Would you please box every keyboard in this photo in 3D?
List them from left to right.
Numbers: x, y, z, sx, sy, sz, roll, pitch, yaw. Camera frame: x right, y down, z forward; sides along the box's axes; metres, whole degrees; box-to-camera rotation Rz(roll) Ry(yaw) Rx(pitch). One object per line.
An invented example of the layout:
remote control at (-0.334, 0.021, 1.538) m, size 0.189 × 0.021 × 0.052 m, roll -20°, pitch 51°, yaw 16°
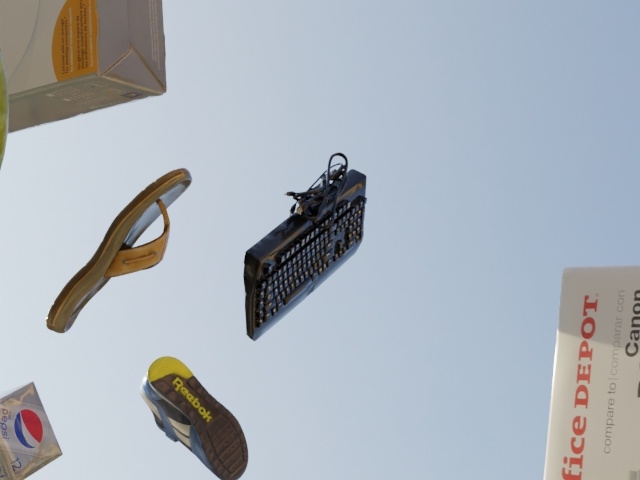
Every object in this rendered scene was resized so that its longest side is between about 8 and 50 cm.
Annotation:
keyboard at (0.000, 0.000, 1.125) m, size 0.038 × 0.192 × 0.100 m, roll 9°, pitch -63°, yaw 24°

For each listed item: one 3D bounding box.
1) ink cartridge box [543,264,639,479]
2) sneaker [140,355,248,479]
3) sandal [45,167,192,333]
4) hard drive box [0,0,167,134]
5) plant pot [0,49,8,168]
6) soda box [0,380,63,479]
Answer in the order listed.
ink cartridge box at (0.284, 0.121, 0.913) m, size 0.117 × 0.207 × 0.283 m, roll 15°, pitch -12°, yaw -41°
sneaker at (-0.127, 0.181, 1.451) m, size 0.144 × 0.053 × 0.059 m, roll 53°, pitch -38°, yaw 1°
sandal at (-0.162, 0.014, 1.228) m, size 0.049 × 0.072 × 0.180 m, roll 39°, pitch -88°, yaw 4°
hard drive box at (-0.257, -0.203, 1.314) m, size 0.232 × 0.181 × 0.089 m, roll -10°, pitch -12°, yaw 34°
plant pot at (-0.325, -0.075, 0.808) m, size 0.254 × 0.276 × 0.276 m, roll 4°, pitch -47°, yaw 29°
soda box at (-0.443, 0.252, 1.706) m, size 0.286 × 0.091 × 0.098 m, roll -20°, pitch -85°, yaw 33°
